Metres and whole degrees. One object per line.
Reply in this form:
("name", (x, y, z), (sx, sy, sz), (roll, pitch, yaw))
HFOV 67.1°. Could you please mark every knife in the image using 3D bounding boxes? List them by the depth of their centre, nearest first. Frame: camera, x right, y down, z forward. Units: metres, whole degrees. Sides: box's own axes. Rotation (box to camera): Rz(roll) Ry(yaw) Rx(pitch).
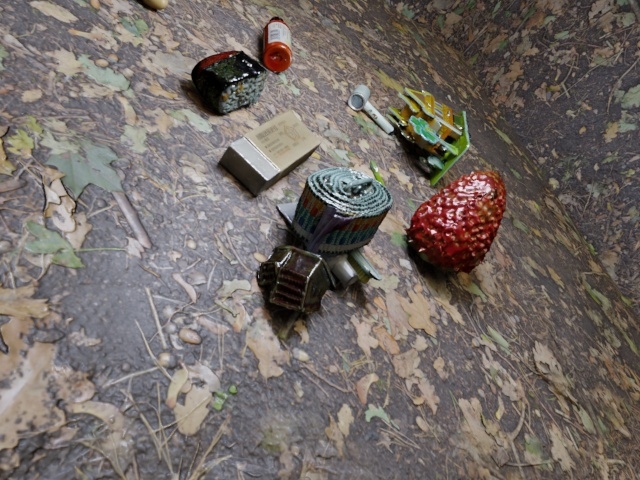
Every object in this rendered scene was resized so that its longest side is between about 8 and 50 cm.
("knife", (0.202, -0.224, 1.694), (0.026, 0.022, 0.184), (42, 26, -50))

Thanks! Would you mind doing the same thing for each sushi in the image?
("sushi", (-0.254, -0.457, 1.386), (0.126, 0.136, 0.225), (43, 40, 13))

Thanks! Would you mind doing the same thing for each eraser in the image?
("eraser", (-0.130, -0.252, 1.354), (0.144, 0.078, 0.343), (44, 37, -1))

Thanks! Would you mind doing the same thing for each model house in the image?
("model house", (-0.065, 0.097, 1.078), (0.165, 0.106, 0.152), (16, 44, 21))
("model house", (0.404, -0.438, 1.948), (0.312, 0.242, 0.358), (27, 41, -11))

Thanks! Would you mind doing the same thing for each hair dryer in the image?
("hair dryer", (0.221, -0.529, 1.972), (0.236, 0.073, 0.131), (41, 35, -10))

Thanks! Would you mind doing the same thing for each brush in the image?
("brush", (0.061, 0.016, 1.305), (0.068, 0.060, 0.297), (26, 24, -50))

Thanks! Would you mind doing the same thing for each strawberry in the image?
("strawberry", (0.442, -0.067, 1.507), (0.292, 0.344, 0.292), (29, 21, -12))

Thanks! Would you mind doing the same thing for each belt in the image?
("belt", (0.055, -0.092, 1.231), (0.207, 0.161, 0.295), (43, 34, 25))

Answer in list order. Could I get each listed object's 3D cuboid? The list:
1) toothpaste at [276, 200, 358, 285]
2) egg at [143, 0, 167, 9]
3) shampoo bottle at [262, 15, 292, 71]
("toothpaste", (0.001, 0.000, 1.257), (0.282, 0.068, 0.099), (53, 9, 22))
("egg", (-0.509, -0.751, 1.471), (0.096, 0.080, 0.080), (58, 37, 3))
("shampoo bottle", (-0.159, -0.734, 1.770), (0.104, 0.104, 0.278), (22, 42, -28))
